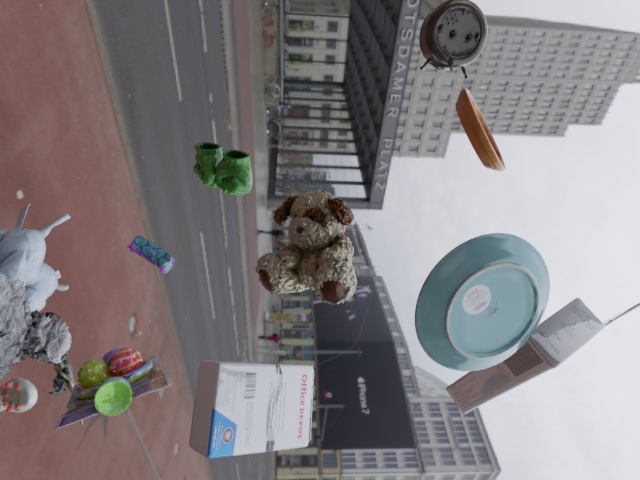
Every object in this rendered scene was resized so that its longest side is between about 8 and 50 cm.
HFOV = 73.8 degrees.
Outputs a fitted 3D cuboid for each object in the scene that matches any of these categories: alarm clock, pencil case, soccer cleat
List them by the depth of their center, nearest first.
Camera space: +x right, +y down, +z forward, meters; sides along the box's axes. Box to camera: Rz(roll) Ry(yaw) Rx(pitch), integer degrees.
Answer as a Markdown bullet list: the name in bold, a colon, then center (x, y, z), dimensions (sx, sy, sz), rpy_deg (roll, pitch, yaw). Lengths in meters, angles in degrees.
- **alarm clock**: center (0.275, -0.438, 0.865), dimensions (0.064, 0.129, 0.192), rpy_deg (-121, -142, -76)
- **soccer cleat**: center (-0.616, 0.315, 0.875), dimensions (0.076, 0.196, 0.068), rpy_deg (6, 69, -54)
- **pencil case**: center (-0.579, 0.048, 1.465), dimensions (0.064, 0.151, 0.070), rpy_deg (-61, 173, 32)

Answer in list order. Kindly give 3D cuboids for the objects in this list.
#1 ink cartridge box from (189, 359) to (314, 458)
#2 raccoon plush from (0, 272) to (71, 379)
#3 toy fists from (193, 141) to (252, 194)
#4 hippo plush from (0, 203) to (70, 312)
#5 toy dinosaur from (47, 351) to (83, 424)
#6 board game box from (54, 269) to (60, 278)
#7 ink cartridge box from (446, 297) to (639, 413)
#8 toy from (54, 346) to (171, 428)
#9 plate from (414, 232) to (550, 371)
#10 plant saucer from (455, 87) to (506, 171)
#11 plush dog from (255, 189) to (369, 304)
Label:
- **ink cartridge box**: center (-0.230, 0.578, 1.503), dimensions (0.166, 0.394, 0.286), rpy_deg (-13, -112, 50)
- **raccoon plush**: center (-0.696, 0.171, 0.751), dimensions (0.446, 0.299, 0.216), rpy_deg (105, -6, -58)
- **toy fists**: center (-0.334, -0.235, 1.441), dimensions (0.096, 0.279, 0.142), rpy_deg (-32, 131, -41)
- **hippo plush**: center (-0.830, 0.081, 1.139), dimensions (0.237, 0.234, 0.294), rpy_deg (108, -4, -52)
- **toy dinosaur**: center (-0.692, 0.365, 1.147), dimensions (0.268, 0.064, 0.118), rpy_deg (59, -25, 14)
- **board game box**: center (-0.914, 0.137, 1.338), dimensions (0.154, 0.103, 0.026), rpy_deg (-85, 166, -75)
- **ink cartridge box**: center (0.402, 0.198, 0.791), dimensions (0.066, 0.261, 0.296), rpy_deg (56, -28, 24)
- **toy**: center (-0.307, 0.195, 0.631), dimensions (0.237, 0.136, 0.056), rpy_deg (-4, -79, 64)
- **plate**: center (0.205, 0.084, 0.520), dimensions (0.024, 0.188, 0.188), rpy_deg (-127, -143, -67)
- **plant saucer**: center (0.348, -0.237, 0.936), dimensions (0.200, 0.037, 0.200), rpy_deg (40, 36, -37)
- **plush dog**: center (0.000, 0.000, 0.948), dimensions (0.210, 0.262, 0.226), rpy_deg (-14, 104, -49)
